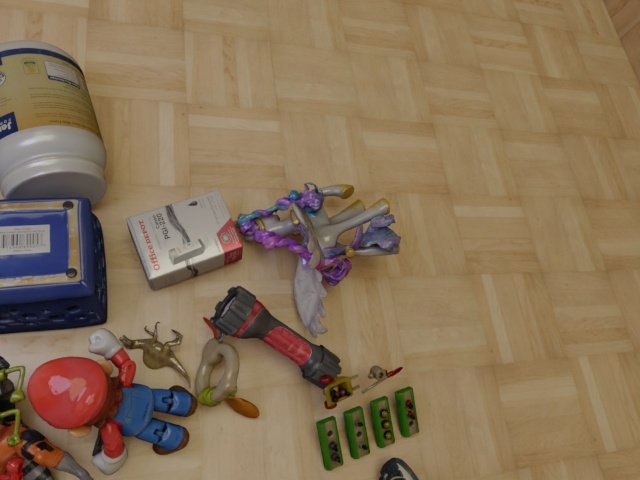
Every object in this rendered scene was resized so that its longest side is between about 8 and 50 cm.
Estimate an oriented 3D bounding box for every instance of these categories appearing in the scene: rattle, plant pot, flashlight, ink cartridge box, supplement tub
[{"bbox_3d":[-0.190,0.265,1.111,0.142,0.130,0.200,16,34,-26],"label":"rattle"},{"bbox_3d":[-0.550,0.040,1.001,0.235,0.212,0.236,-4,70,-21],"label":"plant pot"},{"bbox_3d":[-0.086,0.218,1.100,0.304,0.103,0.103,39,61,-18],"label":"flashlight"},{"bbox_3d":[-0.304,-0.003,1.161,0.217,0.092,0.159,-21,75,-17],"label":"ink cartridge box"},{"bbox_3d":[-0.594,-0.231,1.095,0.228,0.228,0.316,-15,73,-24],"label":"supplement tub"}]

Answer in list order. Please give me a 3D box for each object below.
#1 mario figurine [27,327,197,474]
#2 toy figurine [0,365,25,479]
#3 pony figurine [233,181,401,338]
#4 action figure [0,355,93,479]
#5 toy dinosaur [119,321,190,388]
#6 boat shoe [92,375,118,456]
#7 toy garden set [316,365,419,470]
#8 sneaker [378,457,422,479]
[{"bbox_3d":[-0.387,0.294,0.941,0.170,0.320,0.198,-37,47,9],"label":"mario figurine"},{"bbox_3d":[-0.564,0.354,0.710,0.191,0.217,0.363,5,85,0],"label":"toy figurine"},{"bbox_3d":[0.000,0.000,1.205,0.363,0.303,0.351,-14,40,-20],"label":"pony figurine"},{"bbox_3d":[-0.604,0.381,0.899,0.341,0.178,0.330,-40,76,-1],"label":"action figure"},{"bbox_3d":[-0.331,0.235,1.092,0.183,0.053,0.093,29,76,3],"label":"toy dinosaur"},{"bbox_3d":[-0.418,0.343,1.002,0.049,0.056,0.152,4,66,-23],"label":"boat shoe"},{"bbox_3d":[0.109,0.371,1.126,0.244,0.049,0.204,-13,99,-24],"label":"toy garden set"},{"bbox_3d":[0.232,0.590,1.107,0.122,0.110,0.283,-23,78,-44],"label":"sneaker"}]
